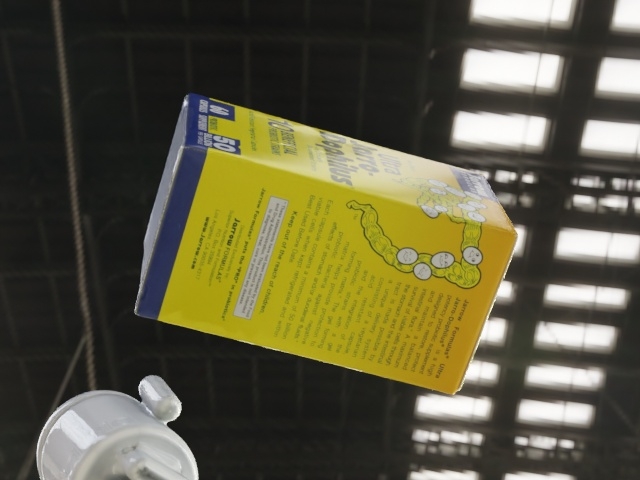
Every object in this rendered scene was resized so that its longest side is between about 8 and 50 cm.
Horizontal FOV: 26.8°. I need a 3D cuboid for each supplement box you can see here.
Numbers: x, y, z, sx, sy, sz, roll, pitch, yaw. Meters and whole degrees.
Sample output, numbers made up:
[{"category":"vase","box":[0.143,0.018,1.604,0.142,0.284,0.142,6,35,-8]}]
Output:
[{"category":"supplement box","box":[0.000,0.000,1.441,0.356,0.194,0.195,15,-70,-10]}]

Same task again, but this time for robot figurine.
[{"category":"robot figurine","box":[-0.314,0.346,2.050,0.200,0.300,0.353,40,-10,-26]}]
